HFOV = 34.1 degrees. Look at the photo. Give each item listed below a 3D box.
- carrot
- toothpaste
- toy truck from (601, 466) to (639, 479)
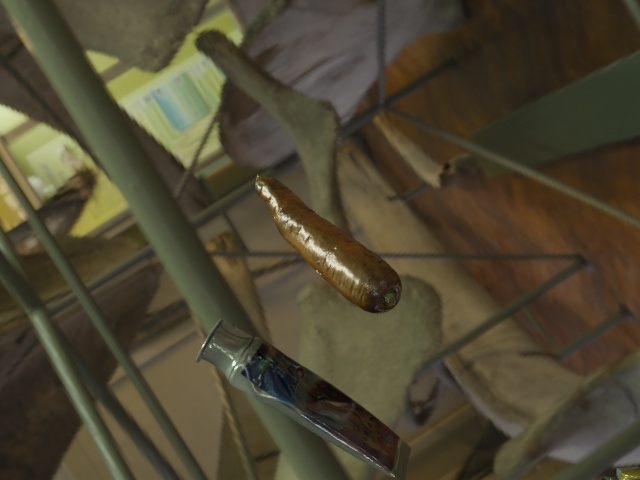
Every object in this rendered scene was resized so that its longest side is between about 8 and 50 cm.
[{"bbox_3d":[0.000,0.000,1.112,0.248,0.059,0.059,41,165,39],"label":"carrot"},{"bbox_3d":[-0.013,0.179,1.167,0.266,0.061,0.096,32,-162,1],"label":"toothpaste"},{"bbox_3d":[0.319,0.288,1.057,0.063,0.052,0.123,-162,72,-76],"label":"toy truck"}]
